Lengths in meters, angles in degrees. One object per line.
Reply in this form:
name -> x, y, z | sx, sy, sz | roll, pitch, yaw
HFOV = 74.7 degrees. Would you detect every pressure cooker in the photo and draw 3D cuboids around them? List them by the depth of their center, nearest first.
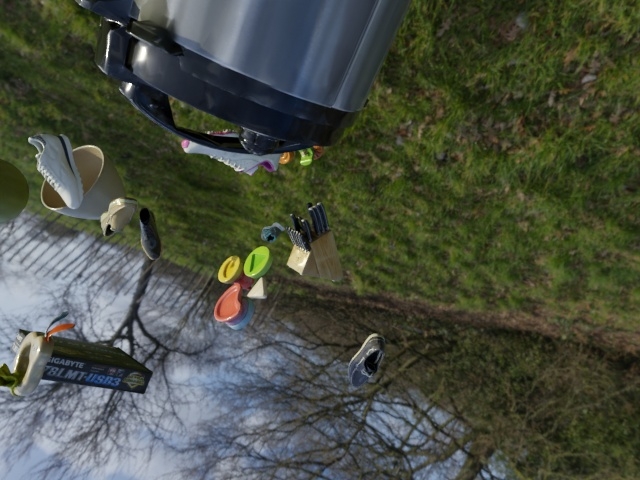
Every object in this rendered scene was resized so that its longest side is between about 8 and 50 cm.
pressure cooker -> -0.079, -0.317, 0.566 | 0.370, 0.420, 0.375 | 24, -156, -2

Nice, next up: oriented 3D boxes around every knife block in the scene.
knife block -> 0.000, 0.000, 1.411 | 0.275, 0.242, 0.088 | 17, -171, -44

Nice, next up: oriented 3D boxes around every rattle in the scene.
rattle -> -0.594, 0.211, 0.813 | 0.143, 0.199, 0.130 | 30, -152, -30

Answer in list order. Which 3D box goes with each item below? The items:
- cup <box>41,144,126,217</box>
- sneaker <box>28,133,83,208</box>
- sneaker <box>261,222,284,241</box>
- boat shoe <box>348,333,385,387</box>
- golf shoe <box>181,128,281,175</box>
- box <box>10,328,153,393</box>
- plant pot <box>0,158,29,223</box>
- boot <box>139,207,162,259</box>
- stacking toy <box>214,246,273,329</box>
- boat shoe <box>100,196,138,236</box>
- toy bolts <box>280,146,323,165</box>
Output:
cup -> -1.030, -0.225, 1.898 | 0.331, 0.331, 0.237 | 24, 164, 30
sneaker -> -0.779, -0.200, 1.242 | 0.090, 0.235, 0.095 | -23, 177, 36
sneaker -> -0.226, -0.023, 1.856 | 0.065, 0.076, 0.166 | 37, 147, -17
boat shoe -> 0.136, 0.372, 1.249 | 0.075, 0.206, 0.065 | 18, -154, -10
golf shoe -> -0.257, -0.264, 1.269 | 0.306, 0.140, 0.115 | -7, -169, -23
box -> -0.669, 0.336, 1.175 | 0.293, 0.073, 0.295 | 5, 162, 47
plant pot -> -1.248, -0.197, 1.516 | 0.275, 0.275, 0.293 | 33, 166, -21
boot -> -0.659, -0.025, 1.606 | 0.137, 0.077, 0.198 | 165, 89, -72
stacking toy -> -0.267, 0.185, 1.634 | 0.279, 0.309, 0.130 | -26, 134, 26
boat shoe -> -0.547, -0.057, 1.143 | 0.068, 0.072, 0.190 | 11, 156, -37
toy bolts -> -0.101, -0.465, 1.882 | 0.218, 0.158, 0.228 | -1, 118, 35
